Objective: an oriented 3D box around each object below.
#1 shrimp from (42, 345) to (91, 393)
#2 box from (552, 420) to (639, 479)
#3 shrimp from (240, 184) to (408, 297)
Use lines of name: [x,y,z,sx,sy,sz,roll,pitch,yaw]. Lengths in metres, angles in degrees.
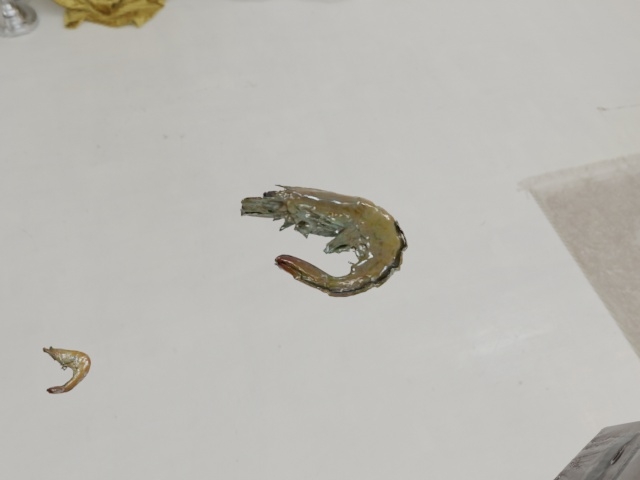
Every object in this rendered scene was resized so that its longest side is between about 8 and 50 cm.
shrimp: [-0.494,0.240,0.976,0.127,0.025,0.091,18,58,27]
box: [0.438,0.367,0.688,0.252,0.153,0.188,-19,78,-39]
shrimp: [0.000,0.001,0.753,0.254,0.058,0.173,7,63,1]
